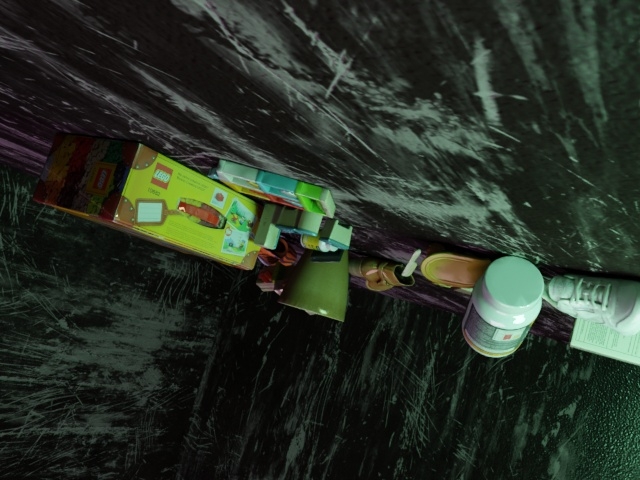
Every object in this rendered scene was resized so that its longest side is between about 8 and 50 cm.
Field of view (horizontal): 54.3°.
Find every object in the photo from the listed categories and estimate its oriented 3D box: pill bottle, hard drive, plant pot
[{"bbox_3d":[0.000,0.000,1.949,0.116,0.065,0.065,11,171,37],"label":"pill bottle"},{"bbox_3d":[0.025,0.034,1.982,0.094,0.022,0.135,0,-159,10],"label":"hard drive"},{"bbox_3d":[0.438,0.162,1.504,0.162,0.162,0.278,15,151,12],"label":"pill bottle"},{"bbox_3d":[0.004,0.124,2.137,0.237,0.255,0.237,17,173,2],"label":"plant pot"}]

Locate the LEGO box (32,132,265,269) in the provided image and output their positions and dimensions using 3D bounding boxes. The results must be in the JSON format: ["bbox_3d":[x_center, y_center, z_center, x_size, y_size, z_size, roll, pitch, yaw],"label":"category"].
[{"bbox_3d":[-0.444,-0.098,1.705,0.372,0.193,0.500,12,172,36],"label":"LEGO box"}]

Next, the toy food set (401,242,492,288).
[{"bbox_3d":[0.326,0.050,1.578,0.217,0.071,0.128,12,142,3],"label":"toy food set"}]

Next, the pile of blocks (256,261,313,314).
[{"bbox_3d":[-0.109,0.157,2.362,0.362,0.149,0.113,22,164,38],"label":"pile of blocks"}]

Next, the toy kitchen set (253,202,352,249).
[{"bbox_3d":[-0.047,-0.013,1.716,0.166,0.122,0.207,23,171,-41],"label":"toy kitchen set"}]

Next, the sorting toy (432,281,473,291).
[{"bbox_3d":[0.505,0.154,2.026,0.274,0.046,0.132,16,173,4],"label":"sorting toy"}]

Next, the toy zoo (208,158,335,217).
[{"bbox_3d":[-0.115,-0.120,1.413,0.293,0.030,0.192,16,173,9],"label":"toy zoo"}]

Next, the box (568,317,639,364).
[{"bbox_3d":[0.752,0.223,1.546,0.232,0.149,0.127,15,173,22],"label":"box"}]

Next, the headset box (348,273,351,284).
[{"bbox_3d":[0.006,0.210,2.869,0.131,0.247,0.283,14,171,29],"label":"headset box"}]

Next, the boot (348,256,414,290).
[{"bbox_3d":[0.255,0.126,2.271,0.220,0.109,0.283,5,160,42],"label":"boot"}]

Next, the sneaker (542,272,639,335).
[{"bbox_3d":[0.589,0.132,1.351,0.152,0.114,0.305,17,173,-8],"label":"sneaker"}]

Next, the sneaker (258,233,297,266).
[{"bbox_3d":[-0.171,0.041,2.448,0.180,0.125,0.321,12,172,43],"label":"sneaker"}]
